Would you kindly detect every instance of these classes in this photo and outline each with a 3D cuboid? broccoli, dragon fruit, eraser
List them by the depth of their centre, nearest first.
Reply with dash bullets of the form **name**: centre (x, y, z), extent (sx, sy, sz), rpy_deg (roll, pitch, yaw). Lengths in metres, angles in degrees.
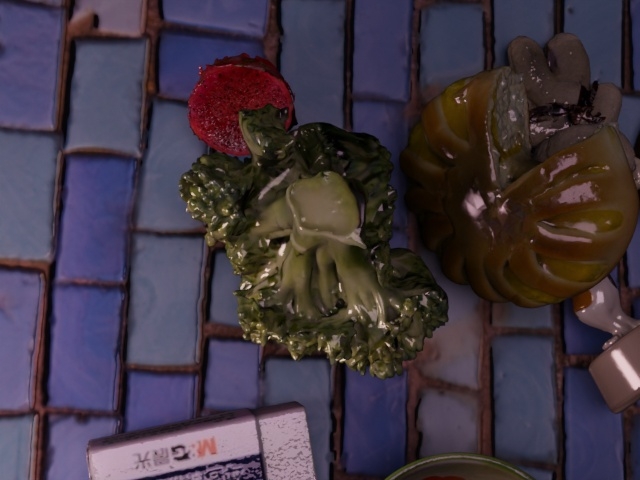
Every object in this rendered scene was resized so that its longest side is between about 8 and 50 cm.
- **broccoli**: centre (-0.011, -0.005, 1.196), extent (0.277, 0.317, 0.338), rpy_deg (-20, 50, -2)
- **eraser**: centre (-0.155, 0.300, 1.215), extent (0.287, 0.086, 0.130), rpy_deg (-8, 86, -11)
- **dragon fruit**: centre (-0.106, -0.206, 1.289), extent (0.153, 0.153, 0.110), rpy_deg (6, 41, -9)

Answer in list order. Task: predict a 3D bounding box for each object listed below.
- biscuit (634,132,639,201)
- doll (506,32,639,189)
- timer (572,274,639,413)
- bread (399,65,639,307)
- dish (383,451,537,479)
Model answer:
- **biscuit**: centre (0.679, -0.108, 1.425), extent (0.395, 0.070, 0.350), rpy_deg (11, 81, -8)
- **doll**: centre (0.359, -0.184, 1.350), extent (0.175, 0.149, 0.278), rpy_deg (-19, 74, 14)
- **timer**: centre (0.411, 0.093, 1.331), extent (0.175, 0.175, 0.266), rpy_deg (-31, 71, -12)
- **bread**: centre (0.252, -0.058, 1.240), extent (0.333, 0.160, 0.332), rpy_deg (8, 107, 27)
- **dish**: centre (0.179, 0.446, 1.242), extent (0.324, 0.124, 0.324), rpy_deg (1, 81, -3)
